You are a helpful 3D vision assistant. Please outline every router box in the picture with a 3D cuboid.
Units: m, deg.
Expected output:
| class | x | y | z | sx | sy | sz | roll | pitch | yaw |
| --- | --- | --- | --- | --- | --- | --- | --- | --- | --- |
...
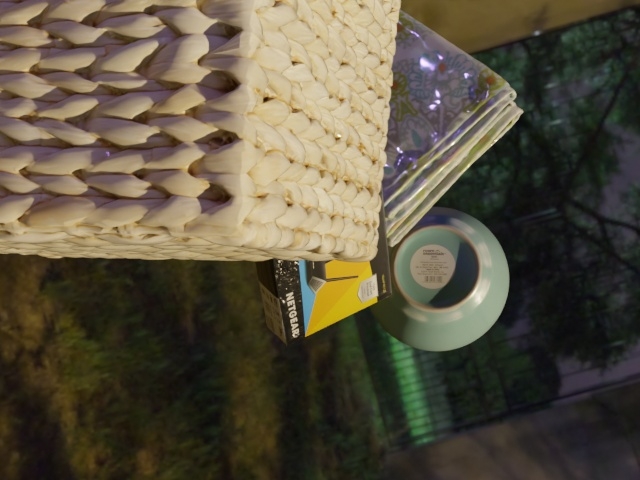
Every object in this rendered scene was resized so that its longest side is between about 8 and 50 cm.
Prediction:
| class | x | y | z | sx | sy | sz | roll | pitch | yaw |
| --- | --- | --- | --- | --- | --- | --- | --- | --- | --- |
| router box | 0.000 | 0.000 | 0.901 | 0.046 | 0.133 | 0.178 | 38 | -35 | 47 |

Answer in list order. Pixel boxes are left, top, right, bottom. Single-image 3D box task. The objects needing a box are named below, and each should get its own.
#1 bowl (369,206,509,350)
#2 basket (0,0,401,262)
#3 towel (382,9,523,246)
| class | x | y | z | sx | sy | sz | roll | pitch | yaw |
| --- | --- | --- | --- | --- | --- | --- | --- | --- | --- |
| bowl | 0.238 | 0.068 | 1.869 | 0.163 | 0.312 | 0.311 | 58 | 16 | -79 |
| basket | -0.127 | -0.122 | 0.632 | 0.328 | 0.332 | 0.266 | 11 | 79 | -73 |
| towel | 0.072 | -0.199 | 1.401 | 0.374 | 0.320 | 0.090 | 41 | -12 | 26 |
